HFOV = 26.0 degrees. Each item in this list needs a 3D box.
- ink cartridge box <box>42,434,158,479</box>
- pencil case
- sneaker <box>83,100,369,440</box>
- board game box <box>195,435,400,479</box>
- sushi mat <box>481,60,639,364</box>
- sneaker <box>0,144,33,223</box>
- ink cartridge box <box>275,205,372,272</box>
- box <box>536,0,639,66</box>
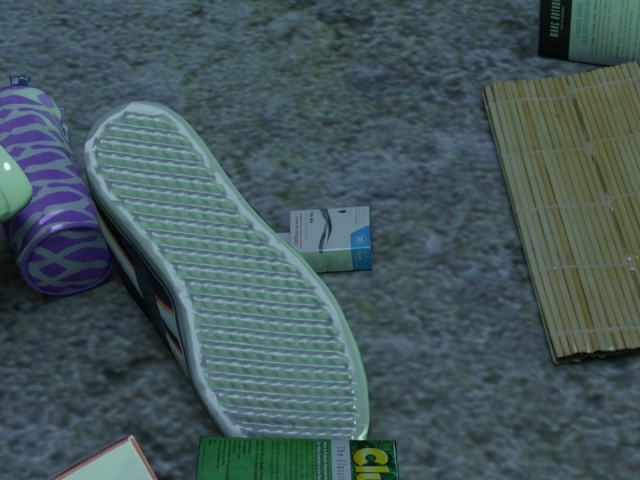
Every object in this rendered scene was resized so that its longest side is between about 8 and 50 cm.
[{"bbox_3d":[-0.172,0.190,0.921,0.115,0.198,0.067,-29,88,-19],"label":"ink cartridge box"},{"bbox_3d":[-0.236,-0.045,1.178,0.088,0.086,0.206,2,42,-31],"label":"pencil case"},{"bbox_3d":[-0.068,0.047,1.057,0.126,0.127,0.321,-28,76,-12],"label":"sneaker"},{"bbox_3d":[-0.014,0.200,0.821,0.136,0.030,0.259,0,26,0],"label":"board game box"},{"bbox_3d":[0.235,-0.033,1.150,0.152,0.019,0.316,-7,48,-1],"label":"sushi mat"},{"bbox_3d":[-0.346,-0.010,1.089,0.169,0.108,0.292,-48,23,-26],"label":"sneaker"},{"bbox_3d":[0.000,0.000,1.141,0.083,0.028,0.048,-4,48,3],"label":"ink cartridge box"},{"bbox_3d":[0.321,-0.204,1.240,0.244,0.100,0.060,11,49,16],"label":"box"}]
